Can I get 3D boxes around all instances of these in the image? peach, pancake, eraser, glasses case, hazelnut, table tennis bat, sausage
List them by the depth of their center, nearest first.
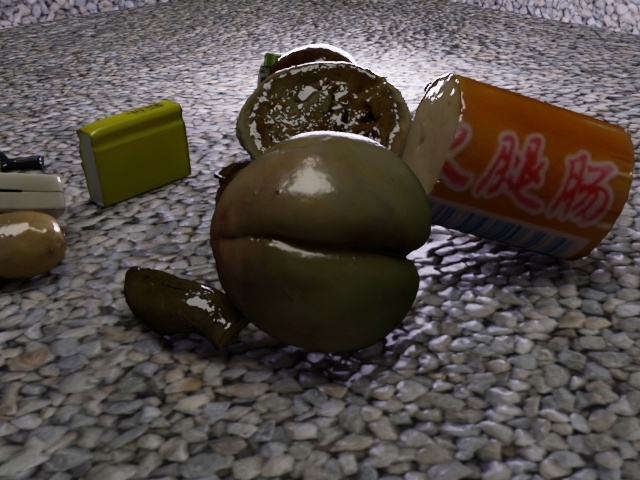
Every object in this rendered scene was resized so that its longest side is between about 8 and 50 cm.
[{"bbox_3d":[0.000,0.001,1.043,0.292,0.292,0.247,-7,12,-6],"label":"peach"},{"bbox_3d":[0.285,-0.108,1.219,0.287,0.233,0.233,15,25,-9],"label":"sausage"},{"bbox_3d":[-0.591,-0.059,1.323,0.313,0.070,0.131,-3,-18,-44],"label":"glasses case"},{"bbox_3d":[0.007,-0.226,1.563,0.356,0.065,0.356,-3,55,4],"label":"pancake"},{"bbox_3d":[-0.365,-0.176,1.590,0.069,0.158,0.226,19,34,41],"label":"eraser"},{"bbox_3d":[-0.722,-0.163,1.754,0.236,0.027,0.150,-4,28,3],"label":"table tennis bat"},{"bbox_3d":[-0.026,-0.325,1.763,0.218,0.234,0.218,32,23,-16],"label":"hazelnut"}]

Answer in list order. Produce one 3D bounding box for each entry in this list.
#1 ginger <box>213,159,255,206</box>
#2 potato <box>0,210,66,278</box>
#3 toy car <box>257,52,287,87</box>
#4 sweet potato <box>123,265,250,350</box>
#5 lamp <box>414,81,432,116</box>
[{"bbox_3d":[-0.023,-0.058,1.320,0.357,0.152,0.274,8,29,19],"label":"ginger"},{"bbox_3d":[-0.501,0.009,1.293,0.178,0.109,0.118,-8,50,-9],"label":"potato"},{"bbox_3d":[-0.028,-0.389,2.019,0.235,0.145,0.235,5,12,-1],"label":"toy car"},{"bbox_3d":[-0.211,0.092,1.142,0.112,0.085,0.286,19,-5,-42],"label":"sweet potato"},{"bbox_3d":[0.280,-0.191,1.526,0.197,0.198,0.244,-11,46,-15],"label":"lamp"}]
